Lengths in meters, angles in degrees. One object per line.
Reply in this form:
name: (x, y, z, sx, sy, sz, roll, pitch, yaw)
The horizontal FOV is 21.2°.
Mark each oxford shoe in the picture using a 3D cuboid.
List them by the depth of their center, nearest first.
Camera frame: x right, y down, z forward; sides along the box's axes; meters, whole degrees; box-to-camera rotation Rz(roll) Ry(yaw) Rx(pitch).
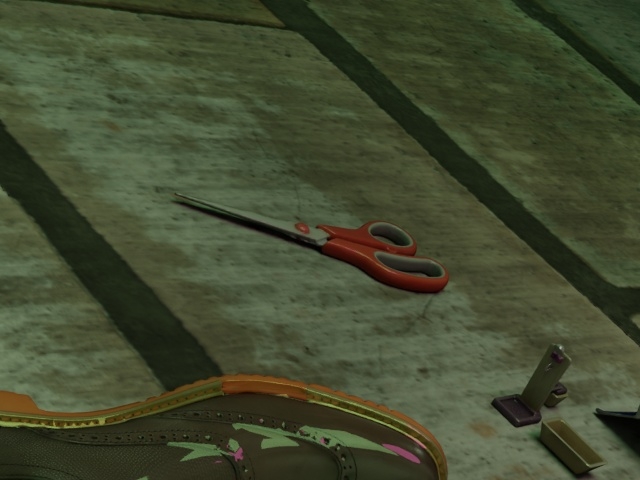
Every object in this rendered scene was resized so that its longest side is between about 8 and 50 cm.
oxford shoe: (-0.095, 0.160, 0.972, 0.364, 0.130, 0.132, -1, 21, -12)

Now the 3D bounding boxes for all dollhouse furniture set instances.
dollhouse furniture set: (0.239, 0.150, 1.573, 0.091, 0.081, 0.114, -3, 39, -49)

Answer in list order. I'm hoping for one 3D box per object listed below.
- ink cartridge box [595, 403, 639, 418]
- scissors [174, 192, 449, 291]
ink cartridge box: (0.421, 0.160, 1.653, 0.223, 0.045, 0.224, 4, 0, -42)
scissors: (0.000, 0.000, 1.680, 0.297, 0.021, 0.109, 10, 32, -38)
